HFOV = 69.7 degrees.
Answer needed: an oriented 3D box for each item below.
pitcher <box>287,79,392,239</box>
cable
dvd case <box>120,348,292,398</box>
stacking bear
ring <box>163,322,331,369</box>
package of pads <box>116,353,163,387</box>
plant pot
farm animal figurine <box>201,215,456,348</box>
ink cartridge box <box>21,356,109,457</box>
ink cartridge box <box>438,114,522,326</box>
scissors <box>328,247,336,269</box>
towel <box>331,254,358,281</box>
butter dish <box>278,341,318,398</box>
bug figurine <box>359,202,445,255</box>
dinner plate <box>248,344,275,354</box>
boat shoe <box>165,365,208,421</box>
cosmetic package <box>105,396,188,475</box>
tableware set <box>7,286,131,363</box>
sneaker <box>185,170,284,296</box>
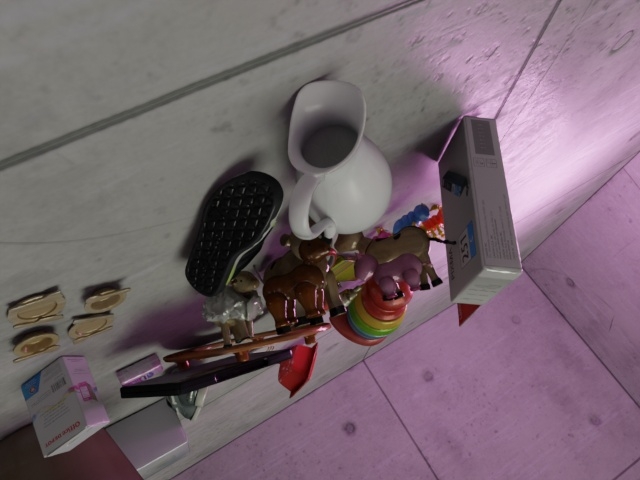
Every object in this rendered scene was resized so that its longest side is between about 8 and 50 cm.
[{"bbox_3d":[0.016,-0.063,0.573,0.207,0.126,0.177,57,49,-67],"label":"pitcher"},{"bbox_3d":[-0.026,0.193,1.169,0.139,0.072,0.287,-8,149,-52],"label":"cable"},{"bbox_3d":[-0.198,0.237,0.831,0.180,0.022,0.253,-18,170,37],"label":"dvd case"},{"bbox_3d":[0.154,0.163,1.218,0.175,0.164,0.289,-33,163,-26],"label":"stacking bear"},{"bbox_3d":[-0.141,0.212,0.930,0.337,0.032,0.336,-12,173,-1],"label":"ring"},{"bbox_3d":[-0.358,0.262,0.917,0.083,0.032,0.050,-24,154,-24],"label":"package of pads"},{"bbox_3d":[-0.503,0.506,0.897,0.323,0.280,0.323,-29,158,-13],"label":"plant pot"},{"bbox_3d":[0.004,0.043,0.769,0.330,0.172,0.327,-5,163,-43],"label":"farm animal figurine"},{"bbox_3d":[-0.401,0.259,0.723,0.089,0.122,0.052,-35,158,6],"label":"ink cartridge box"},{"bbox_3d":[0.255,-0.024,0.830,0.066,0.296,0.261,5,151,-3],"label":"ink cartridge box"},{"bbox_3d":[0.000,0.000,0.880,0.109,0.021,0.297,-14,150,-21],"label":"scissors"},{"bbox_3d":[0.067,0.071,1.132,0.102,0.021,0.237,-36,160,23],"label":"towel"},{"bbox_3d":[-0.093,0.412,1.522,0.160,0.118,0.160,-56,-170,41],"label":"butter dish"},{"bbox_3d":[0.198,-0.015,1.055,0.216,0.072,0.279,-35,164,23],"label":"bug figurine"},{"bbox_3d":[-0.196,0.336,1.330,0.141,0.017,0.141,-28,157,-13],"label":"dinner plate"},{"bbox_3d":[-0.337,0.379,1.160,0.099,0.116,0.319,19,149,-9],"label":"boat shoe"},{"bbox_3d":[-0.484,0.558,1.239,0.224,0.138,0.224,-23,155,-25],"label":"cosmetic package"},{"bbox_3d":[-0.343,0.110,0.627,0.141,0.020,0.168,-13,151,-42],"label":"tableware set"},{"bbox_3d":[-0.114,-0.016,0.635,0.234,0.084,0.097,-48,178,37],"label":"sneaker"}]
